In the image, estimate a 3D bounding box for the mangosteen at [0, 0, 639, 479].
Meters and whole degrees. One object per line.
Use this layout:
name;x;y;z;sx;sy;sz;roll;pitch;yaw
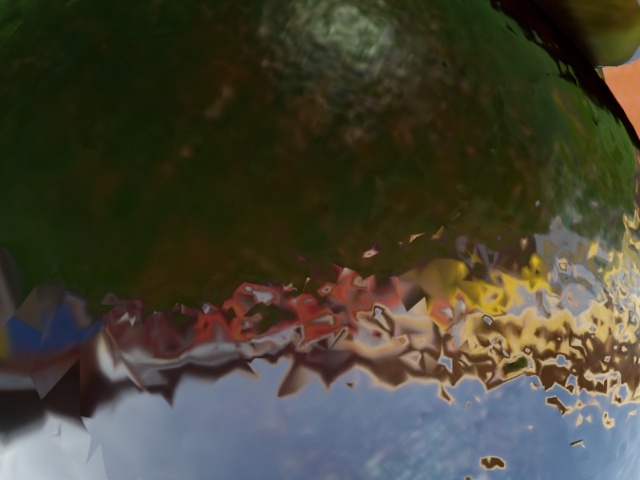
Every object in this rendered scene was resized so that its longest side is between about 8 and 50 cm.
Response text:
mangosteen;-0.009;0.010;0.704;0.330;0.330;0.330;-8;-173;1
